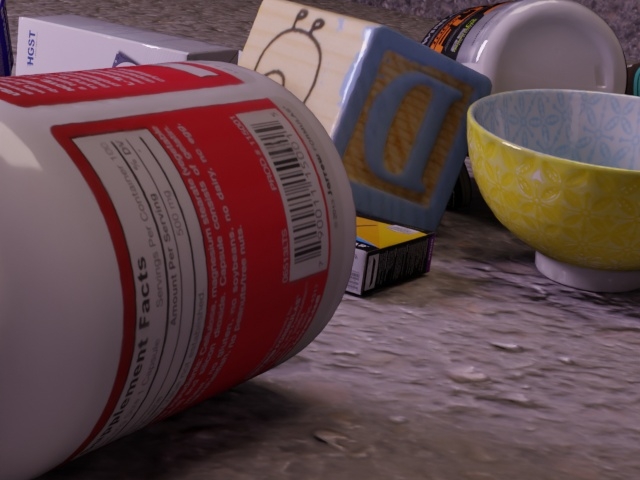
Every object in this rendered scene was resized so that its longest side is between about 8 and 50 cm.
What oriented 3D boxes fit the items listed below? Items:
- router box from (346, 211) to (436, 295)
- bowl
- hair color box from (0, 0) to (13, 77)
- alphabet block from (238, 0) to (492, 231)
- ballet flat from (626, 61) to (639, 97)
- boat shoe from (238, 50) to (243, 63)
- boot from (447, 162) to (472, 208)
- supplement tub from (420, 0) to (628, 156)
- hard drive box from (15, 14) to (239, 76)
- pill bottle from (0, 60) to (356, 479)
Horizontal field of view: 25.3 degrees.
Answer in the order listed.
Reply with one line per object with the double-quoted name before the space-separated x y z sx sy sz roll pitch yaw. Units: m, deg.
"router box" 0.000 0.000 1.358 0.179 0.046 0.133 15 16 29
"bowl" 0.281 -0.041 1.415 0.290 0.156 0.289 4 20 -1
"hair color box" -0.469 -0.208 1.689 0.185 0.110 0.339 -7 24 -6
"alphabet block" 0.031 -0.134 1.533 0.193 0.192 0.197 21 1 -42
"ballet flat" 0.414 -0.164 1.909 0.409 0.147 0.147 -2 10 22
"boat shoe" -0.057 -0.214 2.086 0.301 0.108 0.102 -2 -20 12
"boot" 0.057 -0.098 1.713 0.179 0.085 0.236 -23 53 -17
"supplement tub" 0.223 -0.191 1.723 0.194 0.193 0.316 4 4 -14
"hard drive box" -0.209 -0.130 1.495 0.232 0.181 0.089 15 17 31
"pill bottle" -0.165 0.015 0.849 0.229 0.229 0.408 15 16 27
